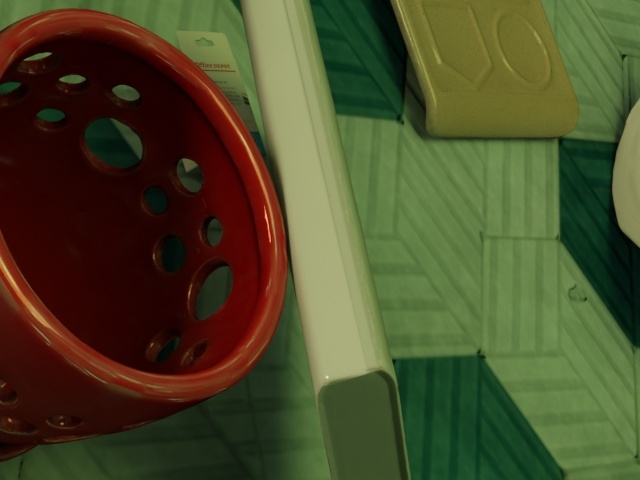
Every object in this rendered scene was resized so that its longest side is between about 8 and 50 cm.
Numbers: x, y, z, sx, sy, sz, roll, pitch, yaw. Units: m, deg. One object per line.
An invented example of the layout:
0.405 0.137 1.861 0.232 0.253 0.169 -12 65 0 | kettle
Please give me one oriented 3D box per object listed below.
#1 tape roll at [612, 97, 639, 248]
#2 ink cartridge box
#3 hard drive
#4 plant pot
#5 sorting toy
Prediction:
0.365 -0.077 1.414 0.100 0.286 0.286 39 44 -28 | tape roll
-0.070 -0.085 1.125 0.048 0.028 0.083 -4 72 -51 | ink cartridge box
0.000 0.000 1.002 0.203 0.040 0.307 80 -2 -53 | hard drive
-0.139 0.011 0.869 0.191 0.174 0.191 28 49 -37 | plant pot
0.108 -0.176 1.384 0.193 0.038 0.208 -3 76 -50 | sorting toy
